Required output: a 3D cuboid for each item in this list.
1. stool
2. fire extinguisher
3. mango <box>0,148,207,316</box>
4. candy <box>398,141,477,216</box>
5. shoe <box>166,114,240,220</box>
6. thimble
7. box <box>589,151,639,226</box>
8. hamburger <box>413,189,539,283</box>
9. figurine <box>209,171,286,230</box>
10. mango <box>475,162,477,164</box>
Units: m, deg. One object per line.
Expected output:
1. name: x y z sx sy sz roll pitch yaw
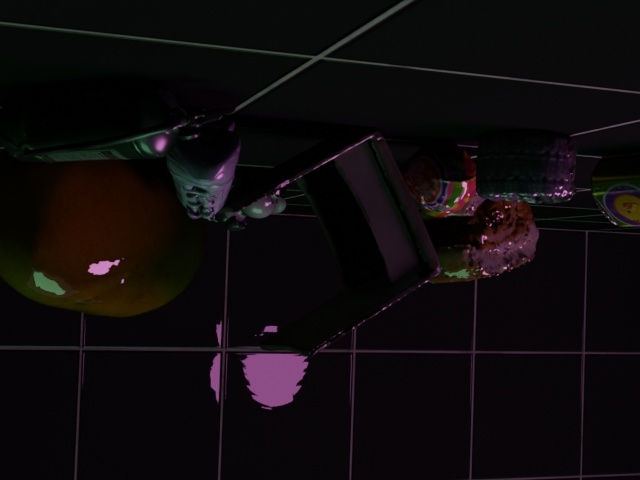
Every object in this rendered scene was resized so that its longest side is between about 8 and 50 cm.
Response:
1. stool: 0.000 0.000 1.464 0.270 0.243 0.170 -32 -167 -26
2. fire extinguisher: -0.247 -0.138 1.164 0.294 0.093 0.118 1 -159 27
3. mango: -0.327 -0.028 1.416 0.232 0.300 0.446 -17 -179 20
4. candy: 0.269 -0.113 1.648 0.124 0.124 0.365 0 -174 39
5. shoe: -0.155 -0.085 1.278 0.095 0.137 0.245 2 -165 -5
6. thimble: 0.306 -0.108 1.457 0.150 0.097 0.150 3 178 0
7. box: 0.593 -0.081 1.499 0.134 0.097 0.345 46 155 -27
8. hamburger: 0.269 -0.033 1.960 0.277 0.195 0.318 -2 -169 42
9. figurine: -0.157 -0.092 2.098 0.192 0.126 0.147 -16 161 23
10. mango: 0.295 -0.124 1.802 0.060 0.046 0.089 2 -169 -27
